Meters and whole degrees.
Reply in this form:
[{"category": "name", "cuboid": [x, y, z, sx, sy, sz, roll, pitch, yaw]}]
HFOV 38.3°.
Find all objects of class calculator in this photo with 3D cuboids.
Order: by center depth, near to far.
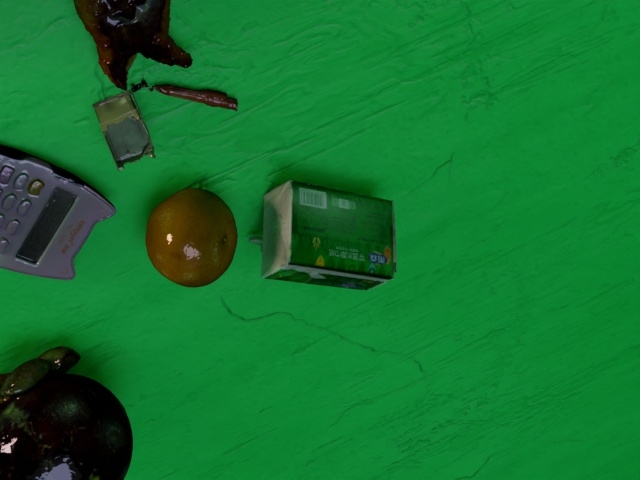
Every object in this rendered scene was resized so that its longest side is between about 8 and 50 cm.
[{"category": "calculator", "cuboid": [-0.471, -0.050, 1.375, 0.294, 0.043, 0.194, 24, 113, -32]}]

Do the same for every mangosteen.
[{"category": "mangosteen", "cuboid": [-0.453, 0.333, 1.533, 0.288, 0.288, 0.288, -13, 129, -16]}]

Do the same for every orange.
[{"category": "orange", "cuboid": [-0.208, -0.005, 1.465, 0.136, 0.159, 0.159, 5, 135, 23]}]

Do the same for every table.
[{"category": "table", "cuboid": [-0.285, -0.160, 1.345, 0.062, 0.083, 0.079, -22, 130, -8]}]

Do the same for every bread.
[{"category": "bread", "cuboid": [-0.260, -0.326, 1.237, 0.139, 0.095, 0.269, -16, 144, -10]}]

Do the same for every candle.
[{"category": "candle", "cuboid": [-0.203, -0.221, 1.381, 0.167, 0.021, 0.026, 7, 95, -27]}]

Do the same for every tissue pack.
[{"category": "tissue pack", "cuboid": [0.001, 0.002, 1.570, 0.209, 0.148, 0.156, 9, 160, -31]}]
